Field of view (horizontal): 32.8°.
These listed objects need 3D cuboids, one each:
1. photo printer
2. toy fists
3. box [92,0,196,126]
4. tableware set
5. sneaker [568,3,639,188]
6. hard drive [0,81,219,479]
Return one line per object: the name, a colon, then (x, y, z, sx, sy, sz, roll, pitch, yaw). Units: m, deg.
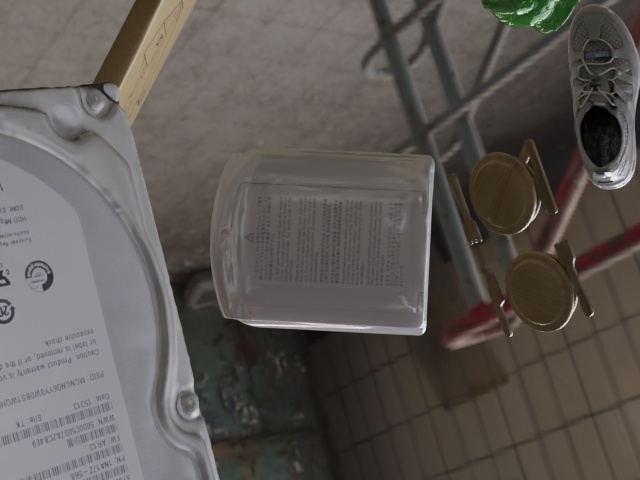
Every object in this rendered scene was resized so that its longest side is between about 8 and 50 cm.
photo printer: (0.000, 0.000, 1.529, 0.307, 0.256, 0.107, 2, 180, 1)
toy fists: (0.309, -0.406, 1.409, 0.142, 0.096, 0.279, 22, 107, -30)
box: (-0.135, -0.120, 0.779, 0.021, 0.201, 0.164, 27, 175, -6)
tableware set: (0.215, -0.001, 1.131, 0.039, 0.194, 0.128, -17, 176, -38)
sneaker: (0.429, -0.220, 1.634, 0.105, 0.281, 0.115, -9, 177, 21)
hard drive: (-0.163, 0.098, 0.528, 0.064, 0.339, 0.237, -13, 180, 44)
